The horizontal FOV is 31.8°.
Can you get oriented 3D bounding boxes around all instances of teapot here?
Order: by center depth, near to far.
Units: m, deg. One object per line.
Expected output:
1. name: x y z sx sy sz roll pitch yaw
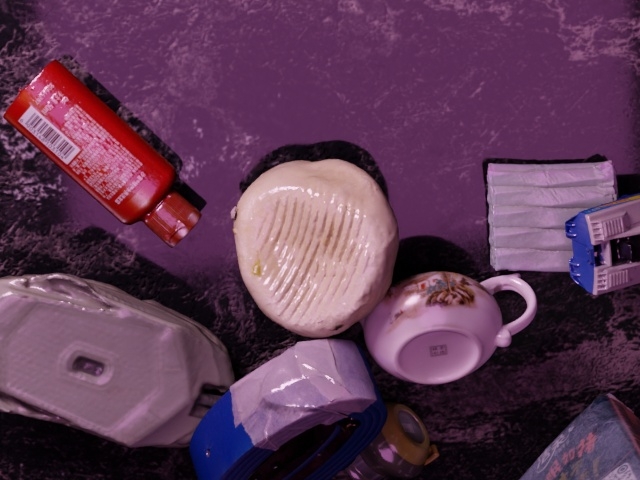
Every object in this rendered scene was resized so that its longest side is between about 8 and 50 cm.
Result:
1. teapot: 0.178 0.123 1.684 0.298 0.139 0.204 -4 132 -2
2. teapot: 0.111 0.325 1.754 0.119 0.130 0.165 -40 134 25

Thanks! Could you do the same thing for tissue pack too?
1. tissue pack: 0.405 0.382 1.660 0.103 0.316 0.228 40 103 -9

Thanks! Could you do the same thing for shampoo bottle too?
1. shampoo bottle: -0.311 -0.119 1.644 0.314 0.076 0.118 42 98 -11

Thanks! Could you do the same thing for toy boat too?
1. toy boat: 0.511 -0.016 1.654 0.295 0.088 0.129 -14 107 -16

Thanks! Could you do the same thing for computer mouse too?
1. computer mouse: -0.338 0.172 1.694 0.429 0.145 0.228 23 97 -18

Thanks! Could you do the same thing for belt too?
1. belt: -0.057 0.287 1.672 0.212 0.117 0.347 17 129 -40

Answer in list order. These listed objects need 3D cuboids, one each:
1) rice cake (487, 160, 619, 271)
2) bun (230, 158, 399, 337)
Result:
1. rice cake: 0.351 -0.034 1.688 0.198 0.037 0.189 -6 106 1
2. bun: 0.000 0.000 1.634 0.259 0.160 0.259 1 95 16
